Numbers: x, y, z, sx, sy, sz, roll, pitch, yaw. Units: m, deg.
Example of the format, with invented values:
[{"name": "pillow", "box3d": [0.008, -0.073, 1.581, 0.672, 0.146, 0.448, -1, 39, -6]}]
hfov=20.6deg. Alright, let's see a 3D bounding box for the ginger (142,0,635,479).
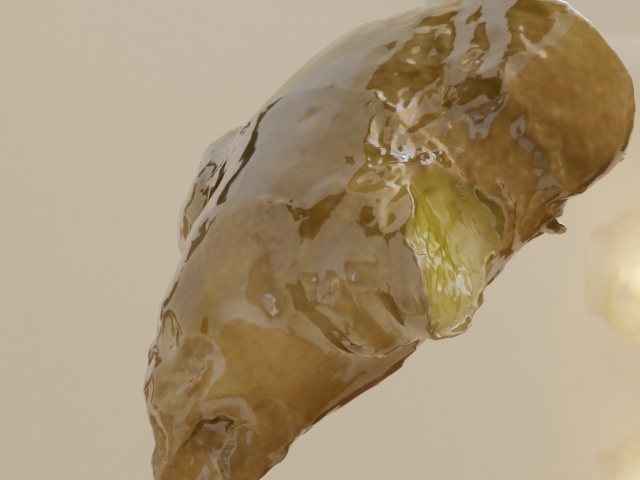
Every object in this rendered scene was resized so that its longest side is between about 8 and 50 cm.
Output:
[{"name": "ginger", "box3d": [0.000, 0.000, 0.770, 0.270, 0.219, 0.123, -41, -65, -20]}]
